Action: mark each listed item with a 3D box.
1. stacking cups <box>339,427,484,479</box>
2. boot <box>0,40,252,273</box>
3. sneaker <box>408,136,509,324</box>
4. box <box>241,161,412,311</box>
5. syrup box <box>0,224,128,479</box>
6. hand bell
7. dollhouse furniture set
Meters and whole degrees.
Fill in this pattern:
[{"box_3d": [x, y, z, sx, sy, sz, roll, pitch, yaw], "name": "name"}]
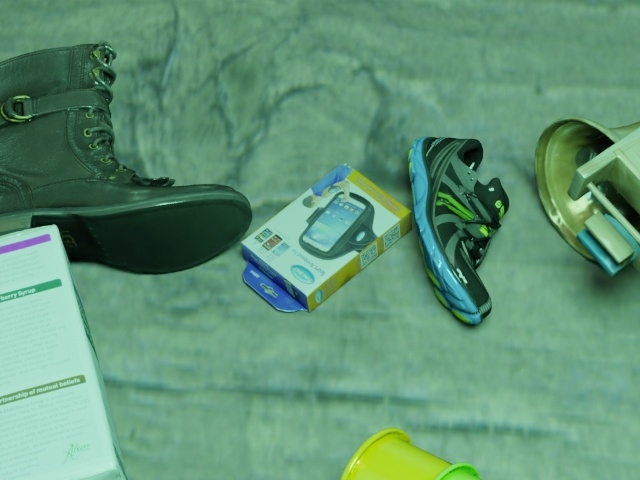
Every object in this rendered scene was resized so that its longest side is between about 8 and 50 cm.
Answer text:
[{"box_3d": [0.158, 0.229, 1.170, 0.316, 0.096, 0.096, 23, 57, 32], "name": "stacking cups"}, {"box_3d": [-0.191, -0.083, 1.478, 0.263, 0.091, 0.229, -6, 52, 3], "name": "boot"}, {"box_3d": [0.116, -0.017, 1.412, 0.078, 0.067, 0.188, -10, 49, 5], "name": "sneaker"}, {"box_3d": [0.000, 0.000, 1.436, 0.136, 0.028, 0.081, -38, 58, -24], "name": "box"}, {"box_3d": [-0.214, 0.111, 1.327, 0.096, 0.093, 0.237, -15, 52, -6], "name": "syrup box"}, {"box_3d": [0.307, -0.083, 1.444, 0.242, 0.126, 0.126, -25, 53, -30], "name": "hand bell"}, {"box_3d": [0.286, 0.011, 1.309, 0.129, 0.129, 0.184, -33, 71, -19], "name": "dollhouse furniture set"}]
